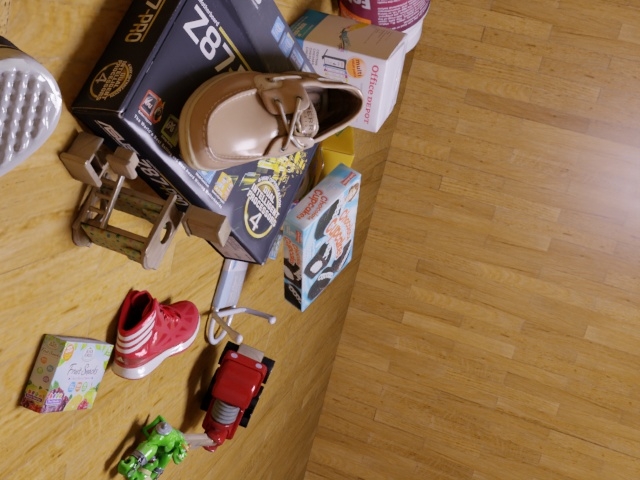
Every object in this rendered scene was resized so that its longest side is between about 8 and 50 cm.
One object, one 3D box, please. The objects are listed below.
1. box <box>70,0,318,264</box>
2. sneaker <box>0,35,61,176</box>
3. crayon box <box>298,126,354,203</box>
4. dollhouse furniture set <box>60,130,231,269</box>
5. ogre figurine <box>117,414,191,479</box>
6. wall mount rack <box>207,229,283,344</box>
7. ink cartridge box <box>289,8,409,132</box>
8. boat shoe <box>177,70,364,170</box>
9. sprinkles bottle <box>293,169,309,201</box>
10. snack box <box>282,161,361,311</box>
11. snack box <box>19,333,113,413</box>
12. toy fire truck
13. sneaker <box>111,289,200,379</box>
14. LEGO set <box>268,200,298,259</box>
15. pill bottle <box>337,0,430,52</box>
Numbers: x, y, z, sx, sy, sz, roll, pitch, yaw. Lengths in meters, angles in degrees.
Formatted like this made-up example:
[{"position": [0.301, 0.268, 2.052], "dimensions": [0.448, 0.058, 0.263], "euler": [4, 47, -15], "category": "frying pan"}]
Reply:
[{"position": [-0.139, -0.192, 1.077], "dimensions": [0.395, 0.097, 0.318], "euler": [52, 53, -52], "category": "box"}, {"position": [-0.356, -0.051, 0.547], "dimensions": [0.321, 0.127, 0.126], "euler": [-39, 147, -23], "category": "sneaker"}, {"position": [0.009, -0.188, 1.688], "dimensions": [0.318, 0.081, 0.202], "euler": [-90, -165, -46], "category": "crayon box"}, {"position": [-0.228, -0.034, 0.946], "dimensions": [0.161, 0.182, 0.101], "euler": [83, 27, -63], "category": "dollhouse furniture set"}, {"position": [-0.312, 0.398, 1.395], "dimensions": [0.118, 0.097, 0.197], "euler": [-50, 146, -16], "category": "ogre figurine"}, {"position": [-0.148, 0.075, 1.569], "dimensions": [0.304, 0.130, 0.350], "euler": [-3, 108, -77], "category": "wall mount rack"}, {"position": [0.047, -0.363, 1.589], "dimensions": [0.168, 0.232, 0.171], "euler": [-58, 161, -50], "category": "ink cartridge box"}, {"position": [-0.056, -0.175, 1.018], "dimensions": [0.341, 0.110, 0.122], "euler": [-34, 127, -51], "category": "boat shoe"}, {"position": [-0.115, -0.151, 1.432], "dimensions": [0.355, 0.121, 0.121], "euler": [25, 82, -77], "category": "sprinkles bottle"}, {"position": [0.000, 0.000, 1.601], "dimensions": [0.187, 0.060, 0.322], "euler": [-46, 158, -27], "category": "snack box"}, {"position": [-0.351, 0.186, 1.043], "dimensions": [0.141, 0.037, 0.100], "euler": [43, 63, -76], "category": "snack box"}, {"position": [-0.223, 0.359, 1.596], "dimensions": [0.246, 0.158, 0.217], "euler": [-68, -178, -63], "category": "toy fire truck"}, {"position": [-0.263, 0.128, 1.246], "dimensions": [0.221, 0.087, 0.128], "euler": [-53, 158, -60], "category": "sneaker"}, {"position": [-0.078, -0.067, 1.866], "dimensions": [0.182, 0.060, 0.244], "euler": [37, 70, -81], "category": "LEGO set"}, {"position": [0.144, -0.610, 1.709], "dimensions": [0.392, 0.224, 0.224], "euler": [76, 33, -66], "category": "pill bottle"}]
